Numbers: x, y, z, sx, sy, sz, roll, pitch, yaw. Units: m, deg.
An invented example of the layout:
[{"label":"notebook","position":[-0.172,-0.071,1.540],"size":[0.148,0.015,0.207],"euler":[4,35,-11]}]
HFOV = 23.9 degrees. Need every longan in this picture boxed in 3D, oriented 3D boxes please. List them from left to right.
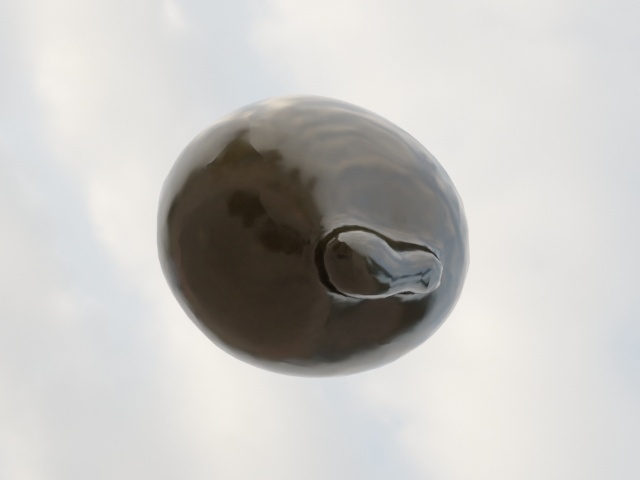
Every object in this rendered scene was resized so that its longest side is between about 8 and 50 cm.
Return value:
[{"label":"longan","position":[0.000,0.000,0.506],"size":[0.119,0.106,0.106],"euler":[20,-45,66]}]
